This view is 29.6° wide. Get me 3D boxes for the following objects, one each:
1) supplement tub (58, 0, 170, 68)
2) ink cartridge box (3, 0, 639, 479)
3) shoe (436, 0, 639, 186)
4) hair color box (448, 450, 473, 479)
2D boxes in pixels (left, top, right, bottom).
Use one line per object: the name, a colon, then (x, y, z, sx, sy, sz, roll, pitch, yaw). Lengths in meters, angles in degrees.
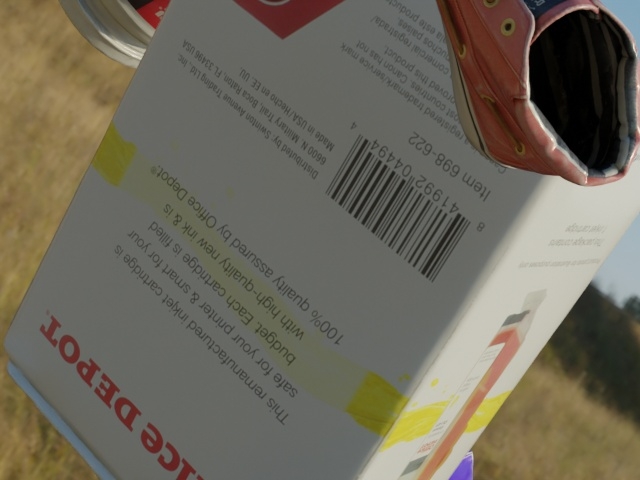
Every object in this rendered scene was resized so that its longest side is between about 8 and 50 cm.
supplement tub: (-0.076, -0.263, 0.993, 0.272, 0.191, 0.191, -19, -38, 39)
ink cartridge box: (0.000, 0.000, 0.764, 0.279, 0.384, 0.160, 42, 23, 27)
shoe: (0.075, -0.105, 0.467, 0.081, 0.064, 0.178, 33, -35, 66)
hair color box: (0.022, 0.324, 1.016, 0.185, 0.338, 0.110, 11, 19, 40)
